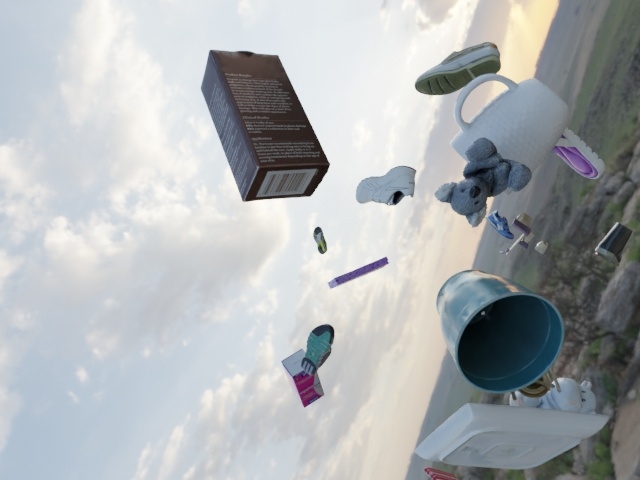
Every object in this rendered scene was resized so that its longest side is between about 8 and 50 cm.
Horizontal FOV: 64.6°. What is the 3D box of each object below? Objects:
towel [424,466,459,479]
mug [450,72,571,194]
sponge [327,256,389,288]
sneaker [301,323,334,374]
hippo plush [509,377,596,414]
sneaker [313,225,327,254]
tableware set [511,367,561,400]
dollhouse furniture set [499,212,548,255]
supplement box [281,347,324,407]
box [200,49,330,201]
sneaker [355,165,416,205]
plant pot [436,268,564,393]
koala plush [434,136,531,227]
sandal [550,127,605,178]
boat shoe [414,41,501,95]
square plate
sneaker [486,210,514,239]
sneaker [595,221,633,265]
[{"bbox_3d":[0.465,0.836,1.597,0.199,0.275,0.031,35,-89,-41],"label":"towel"},{"bbox_3d":[0.616,-0.391,1.695,0.328,0.374,0.276,-48,17,21],"label":"mug"},{"bbox_3d":[0.135,0.117,1.807,0.210,0.031,0.117,-21,-8,-15],"label":"sponge"},{"bbox_3d":[0.005,0.342,1.668,0.098,0.083,0.223,-27,-31,-49],"label":"sneaker"},{"bbox_3d":[0.855,0.611,1.810,0.237,0.294,0.234,-29,34,48],"label":"hippo plush"},{"bbox_3d":[0.000,0.000,1.474,0.035,0.031,0.083,1,-102,-74],"label":"sneaker"},{"bbox_3d":[0.556,0.329,1.366,0.194,0.128,0.039,-92,-18,-45],"label":"tableware set"},{"bbox_3d":[0.459,-0.001,1.150,0.114,0.091,0.081,-38,-18,-55],"label":"dollhouse furniture set"},{"bbox_3d":[-0.074,0.595,2.184,0.111,0.114,0.219,-29,-51,-18],"label":"supplement box"},{"bbox_3d":[-0.146,-0.285,1.239,0.191,0.381,0.143,-7,-28,-30],"label":"box"},{"bbox_3d":[0.246,-0.191,1.978,0.111,0.297,0.129,13,-112,-37],"label":"sneaker"},{"bbox_3d":[0.429,0.206,1.307,0.255,0.272,0.271,-115,35,-69],"label":"plant pot"},{"bbox_3d":[0.471,-0.162,1.514,0.221,0.196,0.203,-54,-2,7],"label":"koala plush"},{"bbox_3d":[0.841,-0.353,1.846,0.102,0.416,0.169,-49,-13,-6],"label":"sandal"},{"bbox_3d":[0.480,-0.603,1.785,0.113,0.303,0.103,40,-131,-50],"label":"boat shoe"},{"bbox_3d":[0.445,0.486,1.218,0.347,0.345,0.049,108,166,-49],"label":"square plate"},{"bbox_3d":[0.765,-0.065,2.127,0.059,0.144,0.053,-49,-18,26],"label":"sneaker"},{"bbox_3d":[0.990,0.014,1.690,0.118,0.083,0.222,-58,-29,10],"label":"sneaker"}]
